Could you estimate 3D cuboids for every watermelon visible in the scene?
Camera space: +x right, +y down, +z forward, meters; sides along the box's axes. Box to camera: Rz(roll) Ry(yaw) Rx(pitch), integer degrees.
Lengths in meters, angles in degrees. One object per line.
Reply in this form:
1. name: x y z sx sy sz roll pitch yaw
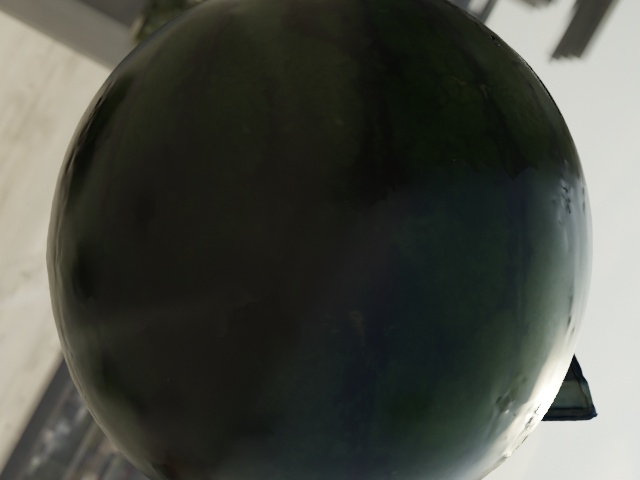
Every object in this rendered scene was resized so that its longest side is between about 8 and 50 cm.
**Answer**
1. watermelon: 0.000 0.005 0.812 0.242 0.242 0.242 -61 -177 6

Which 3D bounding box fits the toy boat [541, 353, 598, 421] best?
1. toy boat: 0.067 0.087 1.323 0.096 0.299 0.062 1 92 -48
